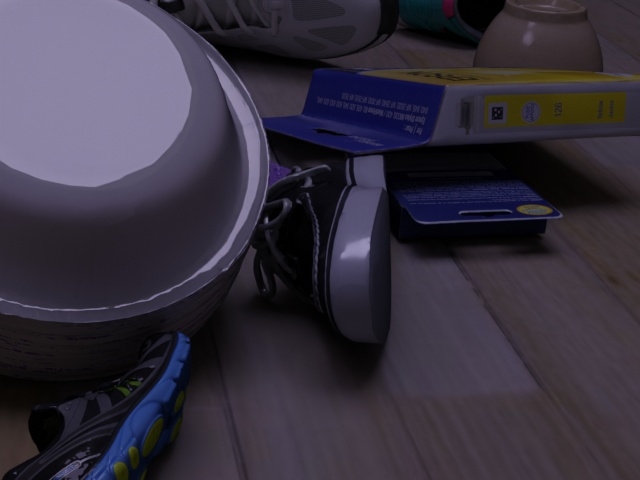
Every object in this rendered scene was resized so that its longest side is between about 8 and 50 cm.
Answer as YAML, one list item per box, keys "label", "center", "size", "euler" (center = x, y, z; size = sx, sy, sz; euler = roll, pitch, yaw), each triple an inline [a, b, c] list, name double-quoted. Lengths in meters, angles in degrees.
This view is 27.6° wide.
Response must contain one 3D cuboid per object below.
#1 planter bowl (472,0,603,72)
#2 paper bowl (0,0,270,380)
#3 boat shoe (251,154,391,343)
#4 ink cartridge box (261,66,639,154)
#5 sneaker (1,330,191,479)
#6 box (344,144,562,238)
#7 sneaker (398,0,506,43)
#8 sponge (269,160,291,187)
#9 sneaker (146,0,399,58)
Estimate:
- label: "planter bowl"
  center: [0.264, -0.233, 1.557]
  size: [0.162, 0.109, 0.162]
  euler: [4, 23, -2]
- label: "paper bowl"
  center: [-0.173, -0.061, 0.869]
  size: [0.284, 0.148, 0.284]
  euler: [9, 57, -13]
- label: "boat shoe"
  center: [0.000, -0.004, 0.976]
  size: [0.105, 0.113, 0.306]
  euler: [-2, 20, 3]
- label: "ink cartridge box"
  center: [0.114, -0.136, 1.274]
  size: [0.307, 0.072, 0.303]
  euler: [-2, 11, -23]
- label: "sneaker"
  center: [-0.126, 0.102, 0.758]
  size: [0.078, 0.067, 0.188]
  euler: [15, 28, 9]
- label: "box"
  center: [0.115, -0.046, 1.183]
  size: [0.136, 0.036, 0.225]
  euler: [-2, 22, -14]
- label: "sneaker"
  center: [0.259, -0.344, 1.790]
  size: [0.296, 0.123, 0.178]
  euler: [-18, 26, -27]
- label: "sponge"
  center: [-0.113, -0.061, 1.189]
  size: [0.117, 0.031, 0.210]
  euler: [-17, 31, -41]
- label: "sneaker"
  center: [-0.141, -0.266, 1.554]
  size: [0.447, 0.169, 0.257]
  euler: [12, 32, 37]
